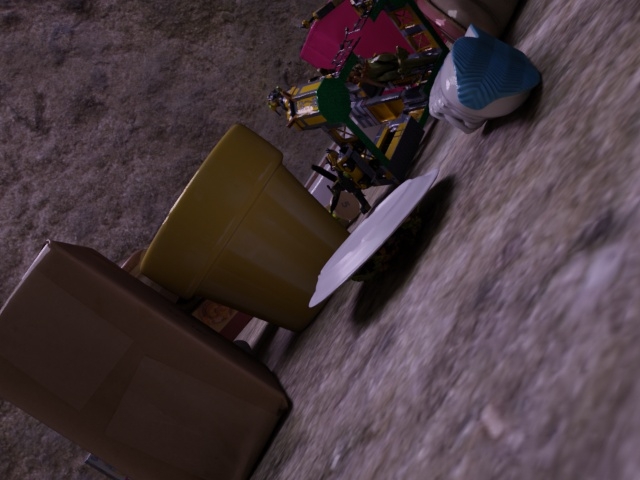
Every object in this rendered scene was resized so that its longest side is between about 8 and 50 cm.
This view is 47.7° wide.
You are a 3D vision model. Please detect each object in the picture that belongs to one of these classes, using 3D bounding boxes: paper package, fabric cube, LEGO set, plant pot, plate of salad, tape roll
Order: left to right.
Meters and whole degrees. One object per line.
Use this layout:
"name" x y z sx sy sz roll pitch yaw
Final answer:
"paper package" -0.224 0.159 0.902 0.168 0.324 0.309 -57 5 -7
"plant pot" -0.089 0.002 1.038 0.254 0.239 0.254 -55 7 10
"tape roll" 0.025 -0.143 1.669 0.392 0.072 0.392 -56 7 10
"LEGO set" 0.043 -0.221 1.070 0.192 0.255 0.331 -3 61 48
"plate of salad" 0.062 0.003 0.767 0.200 0.048 0.200 -46 3 3
"fabric cube" 0.136 -0.477 1.652 0.254 0.258 0.259 -58 7 -4

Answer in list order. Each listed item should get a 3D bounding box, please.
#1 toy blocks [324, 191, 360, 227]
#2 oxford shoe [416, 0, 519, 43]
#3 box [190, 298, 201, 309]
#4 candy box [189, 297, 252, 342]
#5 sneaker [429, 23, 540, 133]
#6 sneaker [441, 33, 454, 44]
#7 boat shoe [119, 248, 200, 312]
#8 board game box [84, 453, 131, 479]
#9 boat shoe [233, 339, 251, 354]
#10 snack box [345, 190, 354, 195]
"toy blocks" 0.001 -0.004 1.226 0.123 0.054 0.148 -61 7 -32
"oxford shoe" 0.222 -0.348 0.995 0.130 0.123 0.348 -46 12 31
"box" -0.253 0.135 1.931 0.203 0.167 0.168 -60 8 -25
"candy box" -0.228 0.176 1.326 0.316 0.087 0.183 -40 7 47
"sneaker" 0.153 -0.147 0.712 0.092 0.087 0.229 -61 -3 25
"sneaker" 0.249 -0.371 1.235 0.067 0.042 0.118 -60 14 5
"boat shoe" -0.255 0.080 1.222 0.122 0.110 0.341 -52 -2 6
"board game box" -0.232 0.314 0.938 0.026 0.154 0.103 -59 7 -25
"boat shoe" -0.170 0.249 1.252 0.063 0.066 0.184 -1 37 47
"snack box" 0.025 -0.047 1.398 0.178 0.022 0.064 -55 8 8
